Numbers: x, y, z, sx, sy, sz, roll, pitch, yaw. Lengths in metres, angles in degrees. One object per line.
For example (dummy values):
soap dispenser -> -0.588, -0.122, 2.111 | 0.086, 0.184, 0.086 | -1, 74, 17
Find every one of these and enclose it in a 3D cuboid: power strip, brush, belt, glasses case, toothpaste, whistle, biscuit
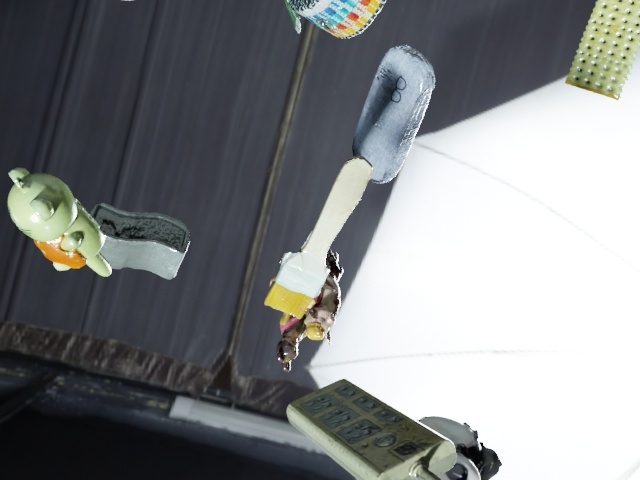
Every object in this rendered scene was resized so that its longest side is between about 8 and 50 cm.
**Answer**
power strip -> 0.054, 0.211, 0.782 | 0.092, 0.034, 0.268 | -19, -165, -23
brush -> 0.000, 0.000, 1.137 | 0.085, 0.336, 0.020 | 23, -142, -8
belt -> 0.037, -0.512, 1.401 | 0.150, 0.207, 0.257 | 25, -139, -32
glasses case -> 0.127, -0.220, 1.310 | 0.067, 0.282, 0.109 | -23, -119, -33
toothpaste -> -0.069, -0.533, 1.536 | 0.031, 0.204, 0.049 | -13, 166, -7
whistle -> -0.446, -0.020, 1.266 | 0.131, 0.106, 0.288 | 43, 166, 34
biscuit -> 0.673, -0.456, 1.695 | 0.139, 0.231, 0.016 | 26, -163, 26

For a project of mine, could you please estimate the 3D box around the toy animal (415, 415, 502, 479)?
toy animal -> 0.202, 0.383, 1.201 | 0.166, 0.138, 0.179 | 7, -160, 22

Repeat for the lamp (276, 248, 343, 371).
lamp -> -0.019, 0.120, 1.324 | 0.118, 0.118, 0.253 | 14, -144, -3

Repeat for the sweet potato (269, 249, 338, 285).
sweet potato -> -0.034, 0.066, 1.638 | 0.195, 0.056, 0.056 | -21, -156, -35

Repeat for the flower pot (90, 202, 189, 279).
flower pot -> -0.409, -0.001, 1.610 | 0.229, 0.103, 0.108 | 14, 139, -22
